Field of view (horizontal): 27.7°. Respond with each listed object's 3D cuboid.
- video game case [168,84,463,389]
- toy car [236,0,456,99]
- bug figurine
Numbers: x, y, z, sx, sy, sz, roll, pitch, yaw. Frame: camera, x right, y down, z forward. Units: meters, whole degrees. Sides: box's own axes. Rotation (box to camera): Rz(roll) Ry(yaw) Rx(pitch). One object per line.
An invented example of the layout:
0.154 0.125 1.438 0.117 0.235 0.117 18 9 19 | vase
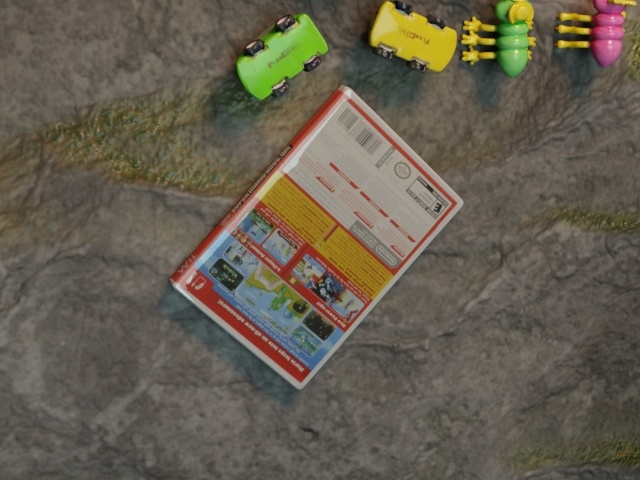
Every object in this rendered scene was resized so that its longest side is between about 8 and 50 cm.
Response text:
0.000 0.000 1.430 0.204 0.025 0.285 42 88 -26 | video game case
0.002 -0.232 1.348 0.225 0.053 0.239 -37 114 -7 | toy car
0.264 -0.291 1.419 0.279 0.072 0.216 -8 108 -19 | bug figurine
